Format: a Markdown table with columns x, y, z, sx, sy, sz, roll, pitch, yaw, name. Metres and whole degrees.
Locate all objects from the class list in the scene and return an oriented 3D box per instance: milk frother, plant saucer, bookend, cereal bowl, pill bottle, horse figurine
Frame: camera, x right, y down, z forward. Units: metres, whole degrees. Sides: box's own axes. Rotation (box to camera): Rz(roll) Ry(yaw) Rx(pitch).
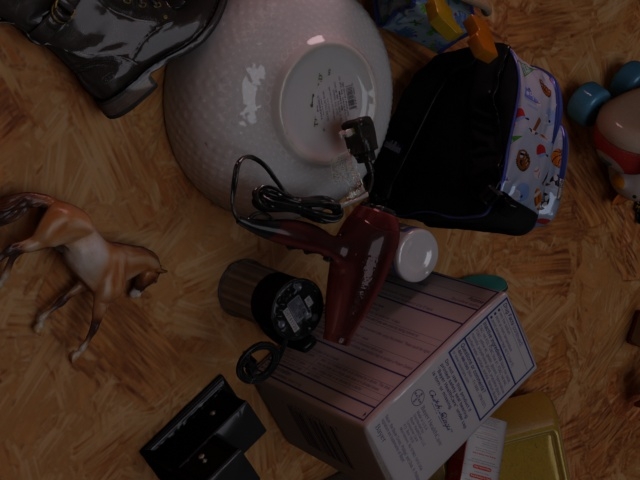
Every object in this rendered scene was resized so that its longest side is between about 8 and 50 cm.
| x | y | z | sx | sy | sz | roll | pitch | yaw | name |
| --- | --- | --- | --- | --- | --- | --- | --- | --- | --- |
| -0.087 | 0.108 | 1.629 | 0.143 | 0.135 | 0.129 | -23 | 113 | -31 | milk frother |
| 0.285 | 0.428 | 1.931 | 0.333 | 0.081 | 0.332 | -9 | 85 | -28 | plant saucer |
| -0.130 | 0.274 | 1.618 | 0.156 | 0.157 | 0.072 | -43 | 122 | -22 | bookend |
| -0.031 | -0.187 | 1.606 | 0.339 | 0.141 | 0.339 | -8 | 105 | -35 | cereal bowl |
| 0.097 | 0.010 | 1.746 | 0.078 | 0.137 | 0.078 | -9 | 105 | -35 | pill bottle |
| -0.311 | 0.025 | 1.485 | 0.174 | 0.066 | 0.263 | -49 | 127 | -12 | horse figurine |

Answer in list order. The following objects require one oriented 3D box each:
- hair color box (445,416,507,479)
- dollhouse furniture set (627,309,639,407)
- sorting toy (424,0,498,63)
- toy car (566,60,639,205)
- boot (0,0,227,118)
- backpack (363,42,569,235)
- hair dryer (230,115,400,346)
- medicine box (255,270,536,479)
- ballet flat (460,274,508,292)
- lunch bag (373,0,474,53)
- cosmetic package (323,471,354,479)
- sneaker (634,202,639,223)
| x | y | z | sx | sy | sz | roll | pitch | yaw | name |
| --- | --- | --- | --- | --- | --- | --- | --- | --- | --- |
| 0.234 | 0.336 | 1.850 | 0.072 | 0.043 | 0.141 | 20 | 71 | -23 | hair color box |
| 0.711 | 0.267 | 2.293 | 0.374 | 0.152 | 0.201 | 18 | 89 | -21 | dollhouse furniture set |
| 0.139 | -0.378 | 1.649 | 0.229 | 0.041 | 0.307 | 17 | 48 | -38 | sorting toy |
| 0.531 | -0.134 | 2.043 | 0.210 | 0.219 | 0.238 | -27 | 143 | -30 | toy car |
| -0.249 | -0.296 | 1.446 | 0.263 | 0.091 | 0.229 | -52 | 126 | -14 | boot |
| 0.233 | -0.143 | 1.751 | 0.213 | 0.276 | 0.263 | 14 | 85 | -43 | backpack |
| 0.000 | 0.000 | 1.564 | 0.224 | 0.080 | 0.293 | -25 | 109 | -21 | hair dryer |
| 0.103 | 0.182 | 1.708 | 0.289 | 0.263 | 0.149 | -40 | 121 | -24 | medicine box |
| 0.222 | 0.091 | 1.924 | 0.168 | 0.057 | 0.052 | -8 | 132 | -32 | ballet flat |
| 0.141 | -0.359 | 1.730 | 0.129 | 0.096 | 0.151 | 16 | 61 | -39 | lunch bag |
| 0.056 | 0.472 | 1.841 | 0.127 | 0.107 | 0.238 | -18 | 108 | -33 | cosmetic package |
| 0.575 | -0.065 | 2.162 | 0.035 | 0.031 | 0.083 | -22 | 113 | -31 | sneaker |
